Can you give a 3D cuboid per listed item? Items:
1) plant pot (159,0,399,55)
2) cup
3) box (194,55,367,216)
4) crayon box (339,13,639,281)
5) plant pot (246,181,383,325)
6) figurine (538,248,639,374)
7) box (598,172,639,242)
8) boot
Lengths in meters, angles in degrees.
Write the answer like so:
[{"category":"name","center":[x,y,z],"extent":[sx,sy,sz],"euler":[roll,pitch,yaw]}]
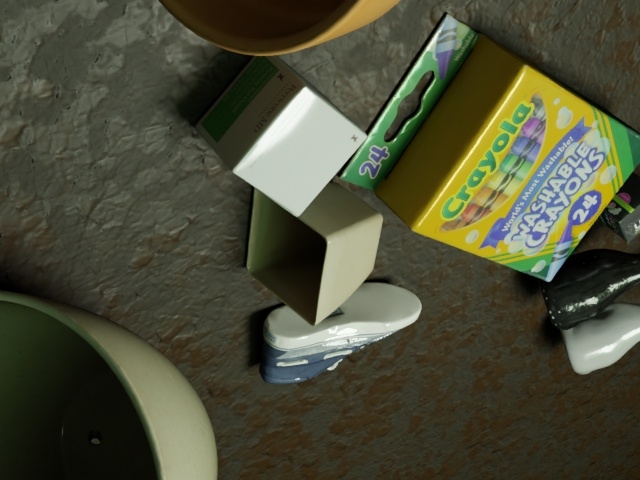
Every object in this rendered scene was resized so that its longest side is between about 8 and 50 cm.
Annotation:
[{"category":"plant pot","center":[0.013,-0.285,0.700],"extent":[0.203,0.291,0.291],"euler":[-23,137,-42]},{"category":"cup","center":[-0.223,0.204,0.927],"extent":[0.331,0.331,0.237],"euler":[-54,163,13]},{"category":"box","center":[-0.036,-0.098,0.940],"extent":[0.101,0.087,0.102],"euler":[-49,138,8]},{"category":"crayon box","center":[0.200,-0.086,1.128],"extent":[0.323,0.083,0.203],"euler":[18,112,-43]},{"category":"plant pot","center":[0.000,0.000,1.043],"extent":[0.096,0.109,0.109],"euler":[-24,137,-36]},{"category":"figurine","center":[0.407,0.079,1.349],"extent":[0.209,0.092,0.215],"euler":[-18,141,14]},{"category":"box","center":[0.367,-0.051,1.277],"extent":[0.062,0.083,0.052],"euler":[-41,138,-1]},{"category":"boot","center":[0.019,0.106,1.175],"extent":[0.190,0.069,0.086],"euler":[-8,136,-21]}]
